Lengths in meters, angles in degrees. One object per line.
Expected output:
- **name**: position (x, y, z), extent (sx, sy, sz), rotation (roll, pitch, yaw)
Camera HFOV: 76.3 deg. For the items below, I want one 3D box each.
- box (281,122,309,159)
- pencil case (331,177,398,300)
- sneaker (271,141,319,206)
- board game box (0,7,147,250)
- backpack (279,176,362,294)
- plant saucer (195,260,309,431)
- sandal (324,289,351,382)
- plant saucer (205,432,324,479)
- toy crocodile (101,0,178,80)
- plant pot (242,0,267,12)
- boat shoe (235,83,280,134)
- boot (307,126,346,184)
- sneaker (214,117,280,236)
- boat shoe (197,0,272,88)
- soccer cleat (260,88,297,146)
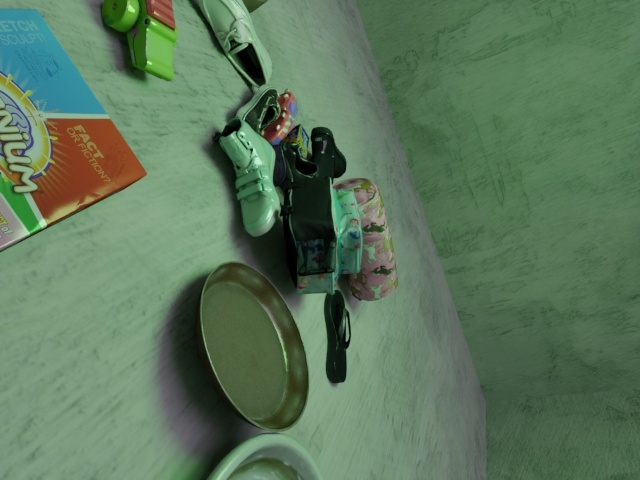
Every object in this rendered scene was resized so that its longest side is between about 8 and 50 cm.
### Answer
- **box**: position (-0.072, -0.260, 1.135), extent (0.054, 0.059, 0.169), rotation (55, 23, -33)
- **pencil case**: position (0.120, 0.003, 1.180), extent (0.160, 0.167, 0.386), rotation (-113, -176, -50)
- **sneaker**: position (-0.045, -0.135, 1.059), extent (0.283, 0.124, 0.107), rotation (48, 35, -43)
- **board game box**: position (-0.369, -0.112, 0.428), extent (0.242, 0.064, 0.316), rotation (61, 27, -18)
- **backpack**: position (0.000, 0.000, 0.951), extent (0.225, 0.190, 0.254), rotation (-94, -172, -49)
- **plant saucer**: position (-0.122, 0.188, 0.737), extent (0.311, 0.050, 0.311), rotation (52, 20, -28)
- **sandal**: position (0.058, 0.257, 1.115), extent (0.097, 0.054, 0.255), rotation (40, 41, -50)
- **plant saucer**: position (-0.102, 0.497, 0.583), extent (0.400, 0.100, 0.401), rotation (42, 40, -49)
- **toy crocodile**: position (-0.310, -0.450, 0.725), extent (0.115, 0.105, 0.341), rotation (12, 65, -62)
- **plant pot**: position (-0.161, -0.821, 1.058), extent (0.323, 0.280, 0.323), rotation (40, 41, -48)
- **boat shoe**: position (-0.139, -0.319, 1.013), extent (0.219, 0.070, 0.078), rotation (-68, 173, -46)
- **boot**: position (0.012, -0.197, 1.260), extent (0.246, 0.094, 0.207), rotation (57, 38, -63)
- **sneaker**: position (-0.164, -0.138, 0.855), extent (0.151, 0.094, 0.256), rotation (40, 36, -51)
- **boat shoe**: position (-0.205, -0.489, 0.991), extent (0.267, 0.096, 0.088), rotation (56, 25, -50)
- **soccer cleat**: position (-0.102, -0.321, 1.115), extent (0.248, 0.083, 0.095), rotation (-85, 152, -44)
